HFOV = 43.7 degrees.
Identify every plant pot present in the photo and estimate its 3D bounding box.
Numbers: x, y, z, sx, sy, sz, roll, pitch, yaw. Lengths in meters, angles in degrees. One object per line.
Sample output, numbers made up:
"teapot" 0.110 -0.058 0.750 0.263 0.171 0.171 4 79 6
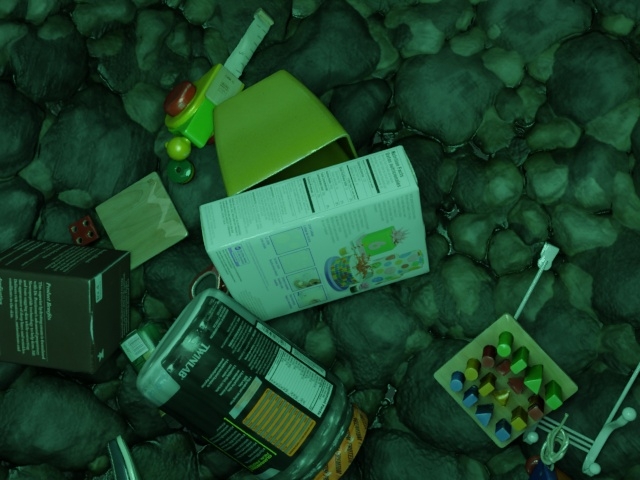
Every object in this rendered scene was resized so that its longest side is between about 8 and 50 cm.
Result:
"plant pot" -0.068 -0.156 1.356 0.212 0.212 0.187 -29 67 2

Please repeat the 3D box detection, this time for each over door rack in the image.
"over door rack" 0.410 0.187 1.302 0.239 0.108 0.324 27 87 8

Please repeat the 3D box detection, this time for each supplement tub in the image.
"supplement tub" -0.104 0.247 1.276 0.338 0.207 0.207 38 89 -10

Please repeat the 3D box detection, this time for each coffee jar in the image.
"coffee jar" -0.265 0.234 1.379 0.079 0.096 0.184 -34 82 4

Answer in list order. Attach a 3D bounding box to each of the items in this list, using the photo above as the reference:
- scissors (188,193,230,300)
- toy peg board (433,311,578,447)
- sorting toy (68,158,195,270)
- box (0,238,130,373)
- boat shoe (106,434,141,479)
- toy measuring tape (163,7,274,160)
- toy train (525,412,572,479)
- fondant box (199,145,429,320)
"scissors" -0.153 -0.006 1.436 0.109 0.021 0.297 15 84 9
"toy peg board" 0.282 0.227 1.233 0.161 0.079 0.160 47 109 4
"sorting toy" -0.322 -0.028 1.437 0.274 0.046 0.132 -30 81 8
"box" -0.448 0.107 1.357 0.203 0.167 0.168 6 107 7
"boat shoe" -0.332 0.464 1.365 0.079 0.095 0.254 -16 91 -7
"toy measuring tape" -0.194 -0.278 1.438 0.121 0.121 0.330 22 68 9
"toy train" 0.396 0.394 1.250 0.143 0.105 0.248 19 113 -4
"fondant box" 0.000 0.000 1.291 0.330 0.238 0.096 -16 54 2
